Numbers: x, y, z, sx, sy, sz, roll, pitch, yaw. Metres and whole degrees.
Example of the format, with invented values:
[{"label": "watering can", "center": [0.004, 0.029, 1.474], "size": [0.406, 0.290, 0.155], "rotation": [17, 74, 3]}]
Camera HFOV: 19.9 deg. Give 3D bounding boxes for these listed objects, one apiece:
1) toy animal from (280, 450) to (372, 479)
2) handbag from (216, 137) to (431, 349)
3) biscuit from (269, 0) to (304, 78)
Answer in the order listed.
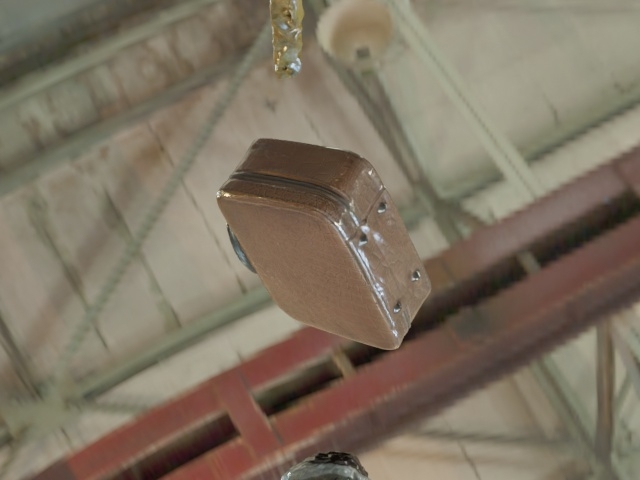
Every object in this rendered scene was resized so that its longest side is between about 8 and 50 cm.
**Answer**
[{"label": "toy animal", "center": [-0.006, 0.208, 1.314], "size": [0.137, 0.098, 0.098], "rotation": [-24, -126, -40]}, {"label": "handbag", "center": [0.000, 0.000, 1.518], "size": [0.151, 0.193, 0.072], "rotation": [15, -119, 33]}, {"label": "biscuit", "center": [-0.032, -0.249, 1.577], "size": [0.033, 0.224, 0.145], "rotation": [-3, -121, -1]}]
